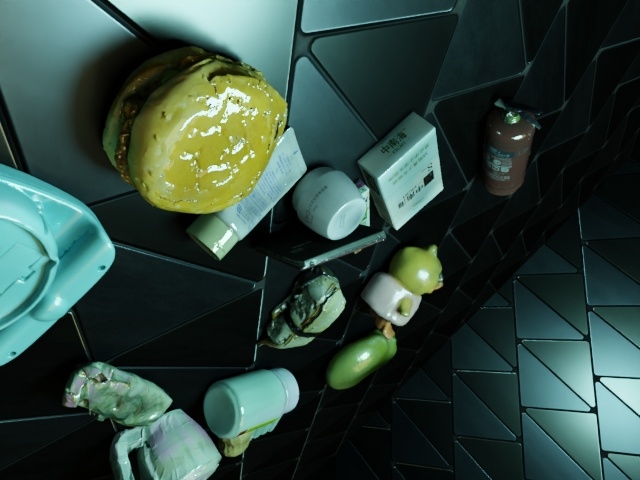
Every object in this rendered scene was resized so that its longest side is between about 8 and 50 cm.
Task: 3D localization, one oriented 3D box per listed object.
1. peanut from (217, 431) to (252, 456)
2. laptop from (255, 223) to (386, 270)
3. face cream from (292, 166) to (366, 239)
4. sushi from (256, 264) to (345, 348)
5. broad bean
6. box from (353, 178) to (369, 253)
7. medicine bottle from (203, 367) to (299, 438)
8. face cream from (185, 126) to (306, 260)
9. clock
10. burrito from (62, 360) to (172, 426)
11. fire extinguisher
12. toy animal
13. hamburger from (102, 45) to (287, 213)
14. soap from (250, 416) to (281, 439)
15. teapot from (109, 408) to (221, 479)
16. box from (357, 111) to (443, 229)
[{"bbox_3d":[-0.248,0.562,1.364,0.098,0.090,0.214,-14,140,-31],"label":"peanut"},{"bbox_3d":[0.000,0.000,0.884,0.207,0.154,0.026,-19,116,-37],"label":"laptop"},{"bbox_3d":[0.016,-0.066,0.845,0.117,0.104,0.117,-32,149,-22],"label":"face cream"},{"bbox_3d":[-0.043,0.189,1.106,0.273,0.109,0.134,-49,150,10],"label":"sushi"},{"bbox_3d":[0.142,0.406,1.624,0.291,0.119,0.238,-29,157,-20],"label":"broad bean"},{"bbox_3d":[0.080,-0.046,1.021,0.050,0.041,0.207,-32,149,-14],"label":"box"},{"bbox_3d":[-0.172,0.406,1.201,0.225,0.139,0.139,1,128,-52],"label":"medicine bottle"},{"bbox_3d":[-0.108,-0.072,0.745,0.224,0.070,0.114,-49,154,-15],"label":"face cream"},{"bbox_3d":[-0.378,0.021,0.476,0.223,0.094,0.274,-45,152,0],"label":"clock"},{"bbox_3d":[-0.368,0.290,0.875,0.096,0.066,0.309,-39,154,-13],"label":"burrito"},{"bbox_3d":[0.473,-0.236,1.172,0.114,0.135,0.337,-46,151,-7],"label":"fire extinguisher"},{"bbox_3d":[0.236,0.123,1.335,0.169,0.195,0.281,40,103,-21],"label":"toy animal"},{"bbox_3d":[-0.147,-0.127,0.569,0.214,0.108,0.214,-37,154,-22],"label":"hamburger"},{"bbox_3d":[-0.164,0.518,1.438,0.114,0.063,0.198,-4,132,-48],"label":"soap"},{"bbox_3d":[-0.355,0.487,1.050,0.221,0.178,0.163,-23,152,-35],"label":"teapot"},{"bbox_3d":[0.177,-0.136,0.999,0.155,0.067,0.243,-40,151,-3],"label":"box"}]
